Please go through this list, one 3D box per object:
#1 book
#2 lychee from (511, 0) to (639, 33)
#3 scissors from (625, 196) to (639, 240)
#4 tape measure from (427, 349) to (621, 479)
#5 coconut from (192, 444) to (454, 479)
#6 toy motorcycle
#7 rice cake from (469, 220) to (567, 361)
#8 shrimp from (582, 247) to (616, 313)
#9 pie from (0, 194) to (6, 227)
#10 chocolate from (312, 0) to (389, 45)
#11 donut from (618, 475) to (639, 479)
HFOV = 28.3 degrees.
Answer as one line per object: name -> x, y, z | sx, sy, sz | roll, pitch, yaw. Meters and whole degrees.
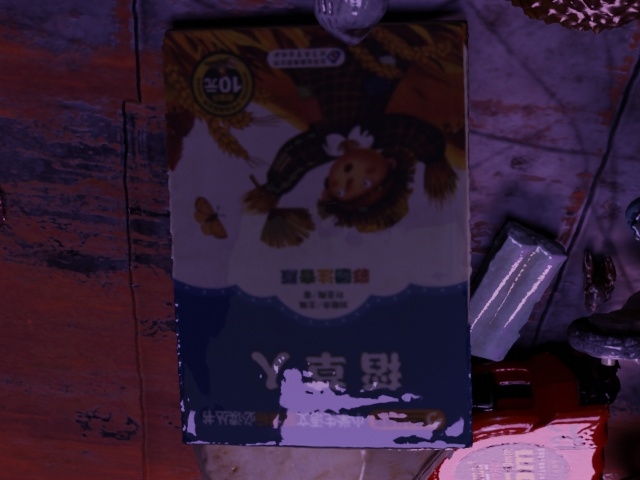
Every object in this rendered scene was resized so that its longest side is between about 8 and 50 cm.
book -> 0.000, 0.000, 1.262 | 0.300, 0.039, 0.427 | -1, 100, 7
lychee -> 0.219, -0.265, 1.016 | 0.200, 0.200, 0.238 | -5, 159, 12
scissors -> 0.476, -0.065, 1.217 | 0.393, 0.032, 0.180 | -16, 113, -6
tape measure -> 0.249, 0.244, 1.622 | 0.261, 0.114, 0.253 | -4, 139, 7
coconut -> 0.010, 0.205, 1.483 | 0.323, 0.323, 0.323 | 3, 138, 3
toy motorcycle -> 0.454, 0.112, 1.394 | 0.341, 0.223, 0.107 | 8, 100, 22
rice cake -> 0.213, 0.065, 1.487 | 0.085, 0.040, 0.226 | 14, 137, -7
shrimp -> 0.322, 0.047, 1.465 | 0.038, 0.029, 0.092 | -4, 133, 11
pie -> -0.433, -0.040, 1.443 | 0.154, 0.038, 0.153 | 2, 139, 2
chocolate -> 0.037, -0.249, 1.140 | 0.072, 0.072, 0.167 | 12, 137, -7
donut -> 0.468, 0.365, 1.697 | 0.227, 0.113, 0.226 | -8, 163, -2
